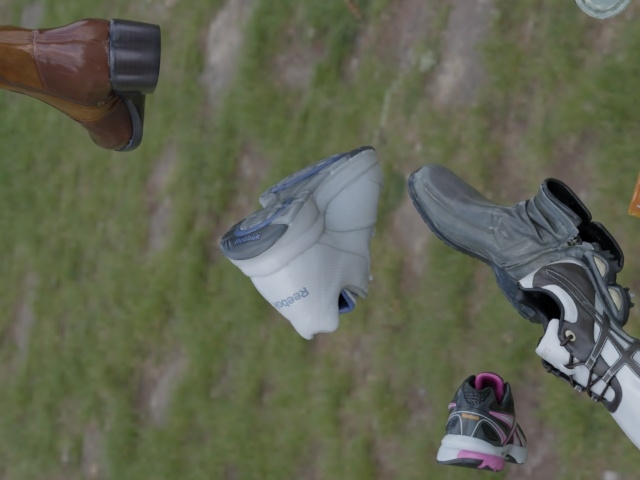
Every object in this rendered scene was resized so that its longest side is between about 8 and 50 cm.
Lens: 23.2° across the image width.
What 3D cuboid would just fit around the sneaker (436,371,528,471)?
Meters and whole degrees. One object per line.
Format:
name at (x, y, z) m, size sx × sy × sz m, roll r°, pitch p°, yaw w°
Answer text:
sneaker at (0.146, 0.151, 1.337) m, size 0.178 × 0.072 × 0.077 m, roll 11°, pitch -92°, yaw -80°

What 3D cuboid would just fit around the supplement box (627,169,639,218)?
supplement box at (0.398, -0.030, 1.392) m, size 0.080 × 0.233 × 0.078 m, roll -58°, pitch -19°, yaw -33°

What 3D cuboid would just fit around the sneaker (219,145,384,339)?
sneaker at (0.000, 0.000, 1.487) m, size 0.111 × 0.129 × 0.297 m, roll -24°, pitch 12°, yaw 28°

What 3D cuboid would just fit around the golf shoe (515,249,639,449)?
golf shoe at (0.218, 0.101, 1.231) m, size 0.077 × 0.094 × 0.198 m, roll 105°, pitch 148°, yaw -49°

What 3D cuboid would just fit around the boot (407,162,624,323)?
boot at (0.227, -0.030, 1.785) m, size 0.083 × 0.246 × 0.161 m, roll -42°, pitch -6°, yaw -40°

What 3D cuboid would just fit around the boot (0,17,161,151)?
boot at (-0.311, -0.155, 1.549) m, size 0.264 × 0.281 × 0.096 m, roll 149°, pitch 123°, yaw -76°

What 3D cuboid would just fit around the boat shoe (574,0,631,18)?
boat shoe at (0.330, -0.326, 1.569) m, size 0.227 × 0.081 × 0.068 m, roll -54°, pitch -1°, yaw 11°
